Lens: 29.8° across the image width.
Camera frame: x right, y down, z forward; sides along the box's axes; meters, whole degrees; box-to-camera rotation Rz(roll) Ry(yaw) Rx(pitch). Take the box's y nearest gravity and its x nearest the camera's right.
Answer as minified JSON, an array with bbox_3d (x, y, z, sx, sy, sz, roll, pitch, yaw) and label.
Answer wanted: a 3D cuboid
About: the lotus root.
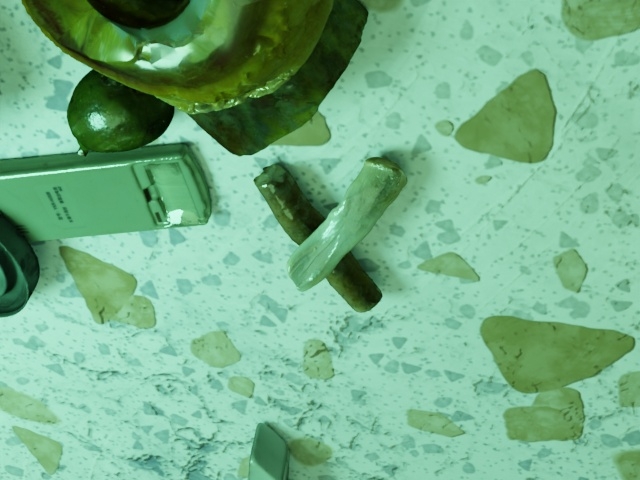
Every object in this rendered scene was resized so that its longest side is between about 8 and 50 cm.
[{"bbox_3d":[-0.065,-0.193,1.329,0.119,0.138,0.235,34,124,-29],"label":"lotus root"}]

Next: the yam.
[{"bbox_3d":[0.000,0.000,1.519,0.057,0.057,0.241,-23,120,29],"label":"yam"}]

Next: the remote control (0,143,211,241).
[{"bbox_3d":[-0.283,-0.061,1.549,0.285,0.038,0.123,-6,130,16],"label":"remote control"}]

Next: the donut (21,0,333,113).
[{"bbox_3d":[-0.152,-0.282,1.183,0.330,0.160,0.330,4,100,23],"label":"donut"}]

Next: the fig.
[{"bbox_3d":[-0.255,-0.148,1.431,0.117,0.117,0.177,41,149,-22],"label":"fig"}]

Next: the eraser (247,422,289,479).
[{"bbox_3d":[-0.083,0.428,1.886,0.061,0.089,0.352,7,131,3],"label":"eraser"}]

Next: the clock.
[{"bbox_3d":[-0.482,0.017,1.630,0.215,0.042,0.215,15,138,14],"label":"clock"}]

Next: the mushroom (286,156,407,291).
[{"bbox_3d":[0.029,-0.019,1.464,0.059,0.054,0.202,36,109,-8],"label":"mushroom"}]
